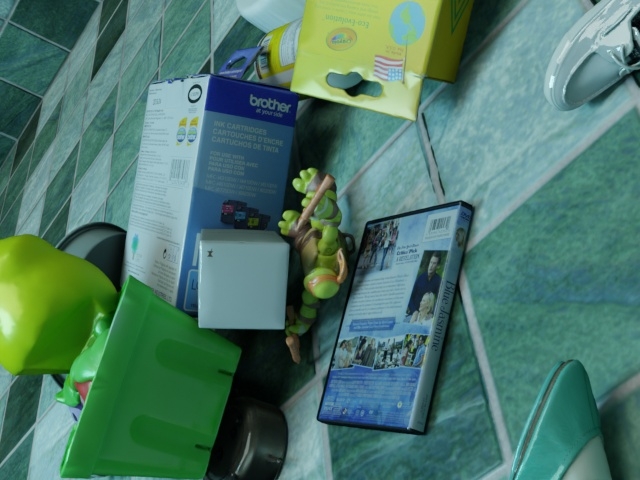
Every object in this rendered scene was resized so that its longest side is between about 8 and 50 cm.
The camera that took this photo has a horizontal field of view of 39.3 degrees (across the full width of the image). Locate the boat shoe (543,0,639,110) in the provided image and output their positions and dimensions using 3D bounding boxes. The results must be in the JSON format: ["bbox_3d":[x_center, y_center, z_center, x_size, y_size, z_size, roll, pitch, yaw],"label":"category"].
[{"bbox_3d":[0.283,-0.187,0.821,0.184,0.066,0.063,-45,33,17],"label":"boat shoe"}]

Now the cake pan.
[{"bbox_3d":[-0.335,0.115,1.446,0.054,0.293,0.293,-1,65,28],"label":"cake pan"}]

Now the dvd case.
[{"bbox_3d":[0.079,0.085,0.997,0.180,0.022,0.253,-12,59,58],"label":"dvd case"}]

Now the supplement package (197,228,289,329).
[{"bbox_3d":[-0.100,0.044,1.118,0.179,0.105,0.105,-144,57,-82],"label":"supplement package"}]

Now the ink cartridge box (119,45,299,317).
[{"bbox_3d":[-0.168,-0.097,1.331,0.270,0.151,0.396,13,96,60],"label":"ink cartridge box"}]

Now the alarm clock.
[{"bbox_3d":[-0.106,0.254,1.147,0.129,0.064,0.192,-57,26,16],"label":"alarm clock"}]

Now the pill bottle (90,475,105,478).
[{"bbox_3d":[-0.347,0.330,1.461,0.169,0.094,0.094,-39,38,40],"label":"pill bottle"}]

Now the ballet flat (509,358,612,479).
[{"bbox_3d":[0.178,0.218,0.685,0.087,0.083,0.247,22,89,38],"label":"ballet flat"}]

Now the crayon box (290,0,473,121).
[{"bbox_3d":[0.086,-0.318,1.089,0.202,0.081,0.319,21,105,34],"label":"crayon box"}]

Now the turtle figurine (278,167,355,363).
[{"bbox_3d":[0.000,0.000,1.112,0.217,0.087,0.270,-99,14,-56],"label":"turtle figurine"}]

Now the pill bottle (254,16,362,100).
[{"bbox_3d":[-0.003,-0.271,1.305,0.215,0.117,0.117,1,70,60],"label":"pill bottle"}]

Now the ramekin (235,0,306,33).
[{"bbox_3d":[-0.021,-0.447,1.453,0.277,0.135,0.277,-40,38,40],"label":"ramekin"}]

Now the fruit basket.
[{"bbox_3d":[-0.314,0.162,1.181,0.392,0.392,0.283,-12,58,57],"label":"fruit basket"}]
